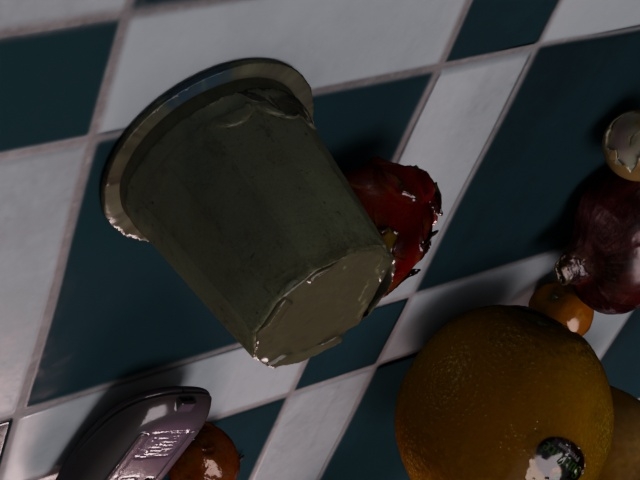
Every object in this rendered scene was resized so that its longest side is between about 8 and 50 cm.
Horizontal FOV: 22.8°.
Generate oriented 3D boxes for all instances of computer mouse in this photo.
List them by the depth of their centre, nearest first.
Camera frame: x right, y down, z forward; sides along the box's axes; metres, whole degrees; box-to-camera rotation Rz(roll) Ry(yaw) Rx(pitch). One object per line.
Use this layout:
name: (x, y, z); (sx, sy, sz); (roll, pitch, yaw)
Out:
computer mouse: (-0.202, 0.224, 1.650); (0.120, 0.057, 0.232); (1, 136, -45)

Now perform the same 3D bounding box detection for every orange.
orange: (0.218, 0.212, 1.889); (0.274, 0.274, 0.274); (-27, 150, -17)
orange: (0.300, 0.089, 1.985); (0.083, 0.083, 0.083); (-27, 150, -17)

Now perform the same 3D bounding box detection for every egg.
egg: (0.356, -0.104, 1.766); (0.080, 0.080, 0.096); (-46, 147, 16)

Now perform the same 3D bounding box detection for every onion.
onion: (0.358, 0.013, 1.878); (0.151, 0.098, 0.206); (-35, 140, -28)

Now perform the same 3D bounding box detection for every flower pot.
flower pot: (-0.044, -0.011, 1.341); (0.212, 0.202, 0.212); (-31, 154, -17)

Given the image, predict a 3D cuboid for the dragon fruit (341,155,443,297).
dragon fruit: (0.000, 0.000, 1.511); (0.246, 0.125, 0.125); (-12, 160, -11)

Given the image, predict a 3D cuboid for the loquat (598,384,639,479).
loquat: (0.331, 0.343, 2.165); (0.328, 0.328, 0.328); (-27, 150, -17)

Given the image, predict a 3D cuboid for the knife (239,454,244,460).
knife: (-0.172, 0.332, 1.886); (0.230, 0.028, 0.060); (-46, 163, 9)

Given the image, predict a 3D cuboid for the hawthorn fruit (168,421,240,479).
hawthorn fruit: (-0.134, 0.232, 1.721); (0.081, 0.081, 0.093); (-35, 137, -3)
